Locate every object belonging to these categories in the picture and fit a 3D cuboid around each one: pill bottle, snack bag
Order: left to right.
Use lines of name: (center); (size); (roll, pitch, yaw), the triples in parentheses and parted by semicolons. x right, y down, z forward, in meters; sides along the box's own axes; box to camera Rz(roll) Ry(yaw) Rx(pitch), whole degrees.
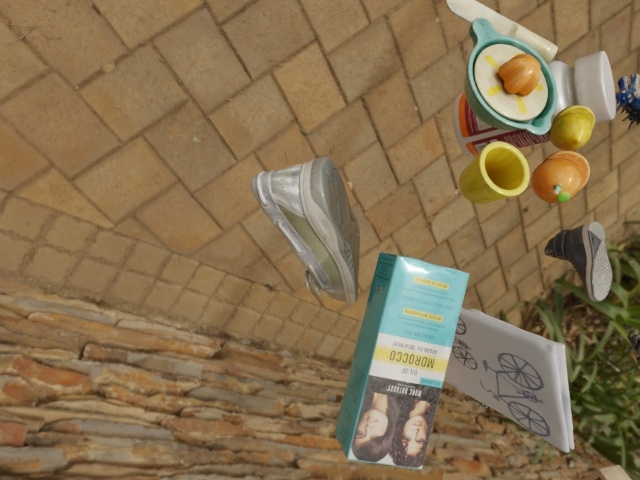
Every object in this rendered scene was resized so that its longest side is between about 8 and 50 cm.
snack bag: (0.334, 0.251, 0.856); (0.037, 0.342, 0.323); (-40, 122, -22)
pill bottle: (0.344, -0.217, 0.682); (0.121, 0.221, 0.121); (7, 80, -46)

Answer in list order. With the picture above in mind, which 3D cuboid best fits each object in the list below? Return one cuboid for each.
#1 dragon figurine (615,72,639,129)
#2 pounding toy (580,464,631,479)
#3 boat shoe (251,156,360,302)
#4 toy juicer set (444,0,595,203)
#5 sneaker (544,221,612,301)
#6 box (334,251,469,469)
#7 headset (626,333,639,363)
dragon figurine: (0.539, -0.134, 0.591); (0.085, 0.289, 0.144); (-4, 161, -30)
pounding toy: (0.633, 0.637, 0.911); (0.094, 0.181, 0.206); (8, 126, -27)
boat shoe: (-0.001, 0.002, 0.623); (0.103, 0.118, 0.320); (-2, 151, 14)
toy juicer set: (0.283, -0.203, 0.553); (0.209, 0.089, 0.329); (4, 75, -14)
sneaker: (0.763, 0.071, 1.238); (0.086, 0.163, 0.227); (6, 79, -19)
box: (0.098, 0.144, 0.514); (0.100, 0.060, 0.245); (14, 89, -12)
headset: (0.721, 0.199, 0.643); (0.185, 0.394, 0.244); (23, 78, -10)
